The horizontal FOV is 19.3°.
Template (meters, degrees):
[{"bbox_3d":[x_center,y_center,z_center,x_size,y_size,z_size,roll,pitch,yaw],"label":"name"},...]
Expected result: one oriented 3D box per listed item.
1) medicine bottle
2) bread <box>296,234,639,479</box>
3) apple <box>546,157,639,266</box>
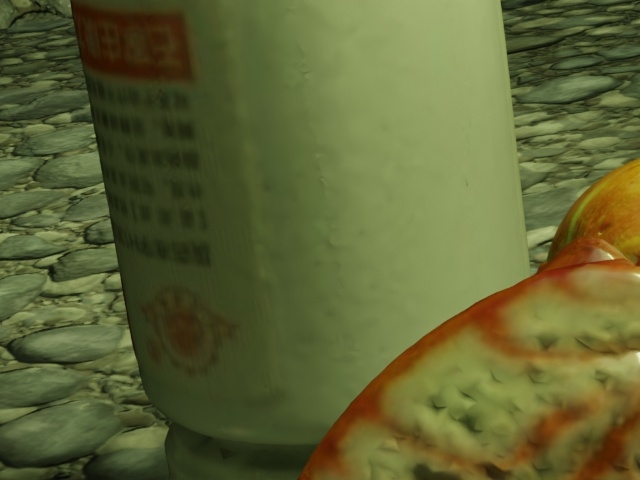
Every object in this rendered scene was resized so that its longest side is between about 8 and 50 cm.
[{"bbox_3d":[0.000,0.000,0.965,0.211,0.371,0.211,-7,18,2],"label":"medicine bottle"},{"bbox_3d":[0.136,0.160,0.559,0.328,0.295,0.114,15,-9,26],"label":"bread"},{"bbox_3d":[0.212,0.048,1.022,0.196,0.196,0.196,-8,18,3],"label":"apple"}]
